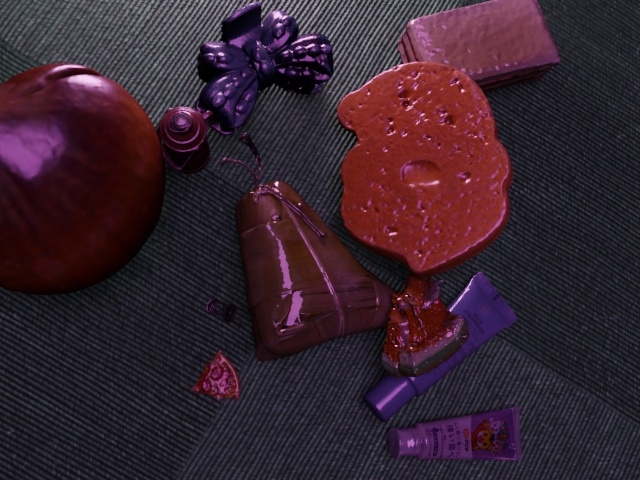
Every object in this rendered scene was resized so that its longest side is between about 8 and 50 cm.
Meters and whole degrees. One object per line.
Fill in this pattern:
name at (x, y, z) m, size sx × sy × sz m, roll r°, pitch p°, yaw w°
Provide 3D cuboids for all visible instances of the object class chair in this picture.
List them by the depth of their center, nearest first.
chair at (-0.195, 0.149, 1.420) m, size 0.086 × 0.042 × 0.037 m, roll 16°, pitch 76°, yaw 31°

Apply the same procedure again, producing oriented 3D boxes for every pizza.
pizza at (-0.202, 0.294, 1.397) m, size 0.099 × 0.029 × 0.100 m, roll 38°, pitch 79°, yaw -2°

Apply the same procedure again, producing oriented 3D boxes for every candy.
candy at (0.355, -0.429, 1.531) m, size 0.321 × 0.135 × 0.179 m, roll -15°, pitch 82°, yaw -10°

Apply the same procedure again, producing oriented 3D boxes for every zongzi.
zongzi at (0.000, 0.000, 1.416) m, size 0.418 × 0.181 × 0.447 m, roll -6°, pitch 77°, yaw -25°

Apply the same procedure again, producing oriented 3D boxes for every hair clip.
hair clip at (-0.136, -0.369, 1.437) m, size 0.310 × 0.194 × 0.206 m, roll -29°, pitch 96°, yaw -15°

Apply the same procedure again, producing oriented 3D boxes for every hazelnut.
hazelnut at (-0.485, -0.097, 1.249) m, size 0.429 × 0.402 × 0.402 m, roll -43°, pitch 89°, yaw -12°

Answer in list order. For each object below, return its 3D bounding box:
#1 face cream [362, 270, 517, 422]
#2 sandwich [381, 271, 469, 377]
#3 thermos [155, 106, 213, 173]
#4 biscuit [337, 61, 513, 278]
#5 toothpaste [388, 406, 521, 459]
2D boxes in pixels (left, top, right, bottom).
face cream at (0.251, 0.234, 1.445) m, size 0.385 × 0.086 × 0.135 m, roll -39°, pitch 91°, yaw -17°
sandwich at (0.196, 0.170, 1.351) m, size 0.185 × 0.109 × 0.160 m, roll -40°, pitch 119°, yaw -27°
thermos at (-0.268, -0.208, 1.360) m, size 0.124 × 0.232 × 0.099 m, roll -34°, pitch 87°, yaw -12°
biscuit at (0.210, -0.150, 1.388) m, size 0.350 × 0.078 × 0.455 m, roll -6°, pitch 76°, yaw 19°
toothpaste at (0.293, 0.417, 1.433) m, size 0.299 × 0.073 × 0.114 m, roll 0°, pitch 82°, yaw -16°
